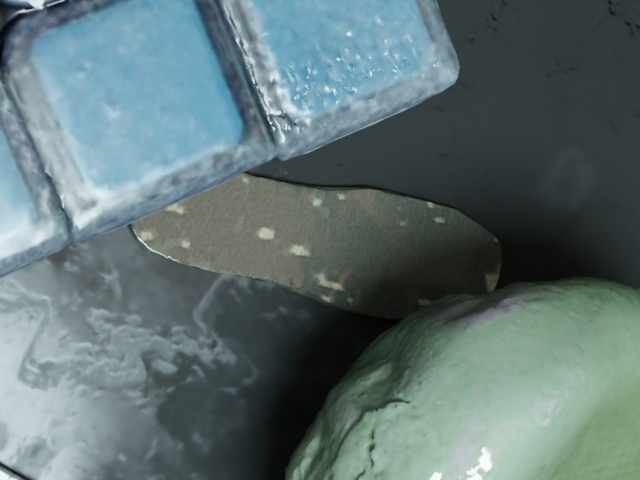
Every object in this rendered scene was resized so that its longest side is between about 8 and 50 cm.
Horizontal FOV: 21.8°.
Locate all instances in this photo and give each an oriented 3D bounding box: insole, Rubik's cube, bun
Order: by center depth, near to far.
[{"bbox_3d":[-0.156,-0.154,0.821,0.305,0.304,0.301,-26,100,-15],"label":"Rubik's cube"},{"bbox_3d":[0.082,0.132,0.972,0.293,0.187,0.293,-32,138,-33],"label":"bun"},{"bbox_3d":[0.000,0.000,1.033,0.248,0.011,0.081,13,85,-18],"label":"insole"}]

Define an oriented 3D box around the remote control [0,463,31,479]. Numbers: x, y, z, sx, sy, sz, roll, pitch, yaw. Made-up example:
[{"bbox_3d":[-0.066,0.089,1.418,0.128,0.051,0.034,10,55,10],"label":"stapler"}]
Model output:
[{"bbox_3d":[-0.153,0.194,0.982,0.245,0.022,0.077,32,80,-17],"label":"remote control"}]
